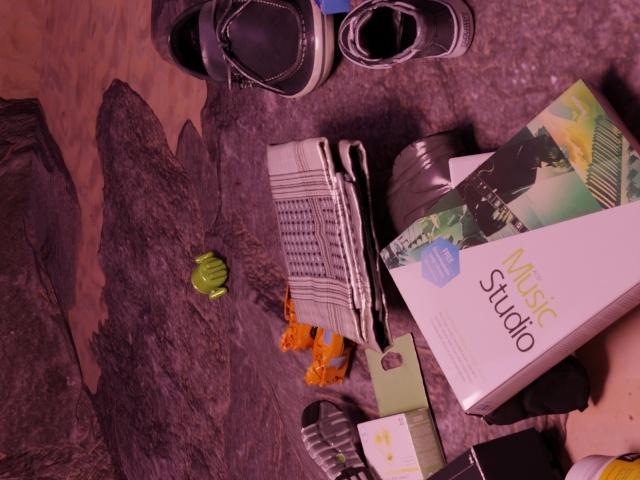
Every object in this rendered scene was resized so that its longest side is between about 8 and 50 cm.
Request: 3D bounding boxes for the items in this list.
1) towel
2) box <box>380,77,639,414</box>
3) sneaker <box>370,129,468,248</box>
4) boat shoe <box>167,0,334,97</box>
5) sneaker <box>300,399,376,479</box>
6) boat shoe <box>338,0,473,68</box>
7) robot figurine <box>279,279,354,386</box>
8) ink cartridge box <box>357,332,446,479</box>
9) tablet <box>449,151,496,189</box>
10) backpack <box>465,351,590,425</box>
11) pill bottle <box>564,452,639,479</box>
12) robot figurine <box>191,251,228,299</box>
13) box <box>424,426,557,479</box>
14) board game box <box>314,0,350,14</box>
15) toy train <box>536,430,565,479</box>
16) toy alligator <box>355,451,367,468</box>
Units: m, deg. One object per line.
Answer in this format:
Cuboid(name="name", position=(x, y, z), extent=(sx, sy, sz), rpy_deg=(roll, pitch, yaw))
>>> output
Cuboid(name="towel", position=(0.000, 0.000, 1.532), extent=(0.324, 0.056, 0.312), rpy_deg=(-172, 73, -66))
Cuboid(name="box", position=(0.237, 0.010, 1.134), extent=(0.322, 0.058, 0.232), rpy_deg=(-42, 56, 22))
Cuboid(name="sneaker", position=(0.130, -0.039, 1.441), extent=(0.130, 0.109, 0.286), rpy_deg=(66, 152, 15))
Cuboid(name="boat shoe", position=(-0.129, -0.346, 1.786), extent=(0.500, 0.155, 0.187), rpy_deg=(20, 114, 58))
Cuboid(name="sneaker", position=(0.028, 0.387, 1.712), extent=(0.229, 0.086, 0.132), rpy_deg=(-118, 17, -46))
Cuboid(name="boat shoe", position=(0.087, -0.291, 1.436), extent=(0.301, 0.102, 0.108), rpy_deg=(21, 117, 60))
Cuboid(name="robot figurine", position=(0.003, 0.095, 1.741), extent=(0.211, 0.085, 0.291), rpy_deg=(45, 136, 47))
Cuboid(name="ink cartridge box", position=(0.116, 0.280, 1.619), extent=(0.171, 0.056, 0.235), rpy_deg=(-33, 71, 62))
Cuboid(name="tablet", position=(0.209, -0.085, 1.311), extent=(0.006, 0.083, 0.054), rpy_deg=(-15, -82, -72))
Cuboid(name="backpack", position=(0.238, 0.128, 1.249), extent=(0.182, 0.151, 0.115), rpy_deg=(-108, 18, -50))
Cuboid(name="pill bottle", position=(0.360, 0.289, 1.076), extent=(0.208, 0.119, 0.119), rpy_deg=(-7, 92, 62))
Cuboid(name="robot figurine", position=(-0.244, 0.077, 2.232), extent=(0.101, 0.067, 0.115), rpy_deg=(66, 151, 10))
Cuboid(name="box", position=(0.227, 0.377, 1.347), extent=(0.261, 0.103, 0.184), rpy_deg=(118, 133, -61))
Cuboid(name="board game box", position=(0.002, -0.469, 1.531), extent=(0.160, 0.047, 0.210), rpy_deg=(-113, 17, -55))
Cuboid(name="toy train", position=(0.302, 0.319, 1.298), extent=(0.158, 0.027, 0.036), rpy_deg=(66, 153, 27))
Cuboid(name="toy alligator", position=(0.060, 0.396, 1.773), extent=(0.051, 0.056, 0.190), rpy_deg=(-5, 85, 19))
